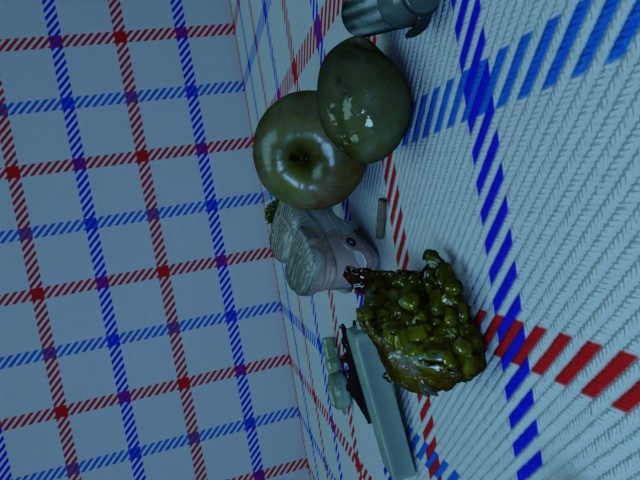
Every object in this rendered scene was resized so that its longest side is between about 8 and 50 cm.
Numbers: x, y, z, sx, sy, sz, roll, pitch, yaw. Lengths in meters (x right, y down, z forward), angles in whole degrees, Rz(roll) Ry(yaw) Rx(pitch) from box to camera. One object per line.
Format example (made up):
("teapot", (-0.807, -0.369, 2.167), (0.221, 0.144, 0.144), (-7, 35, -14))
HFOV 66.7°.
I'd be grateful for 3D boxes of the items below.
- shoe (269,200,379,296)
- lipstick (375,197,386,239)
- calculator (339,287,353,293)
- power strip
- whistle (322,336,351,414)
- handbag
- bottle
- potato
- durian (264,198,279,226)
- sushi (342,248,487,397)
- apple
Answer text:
("shoe", (-0.001, 0.002, 1.180), (0.351, 0.198, 0.172), (-112, 37, -46))
("lipstick", (0.127, -0.045, 1.021), (0.019, 0.018, 0.094), (-118, 22, -52))
("calculator", (-0.003, 0.065, 1.359), (0.042, 0.184, 0.295), (-59, 27, 8))
("power strip", (0.133, 0.353, 1.097), (0.091, 0.062, 0.386), (-152, 45, -76))
("whistle", (0.048, 0.453, 1.631), (0.126, 0.067, 0.258), (121, 140, -69))
("handbag", (0.112, 0.332, 1.253), (0.216, 0.073, 0.203), (-142, 44, -73))
("bottle", (0.103, -0.358, 0.755), (0.254, 0.079, 0.096), (-133, 31, -67))
("potato", (0.070, -0.238, 0.825), (0.178, 0.160, 0.235), (125, 135, -54))
("durian", (-0.076, -0.081, 1.459), (0.146, 0.198, 0.159), (49, 155, 48))
("sushi", (0.148, 0.125, 0.791), (0.296, 0.166, 0.179), (-106, -8, -60))
("apple", (-0.017, -0.197, 1.060), (0.234, 0.256, 0.257), (-56, -36, -65))
